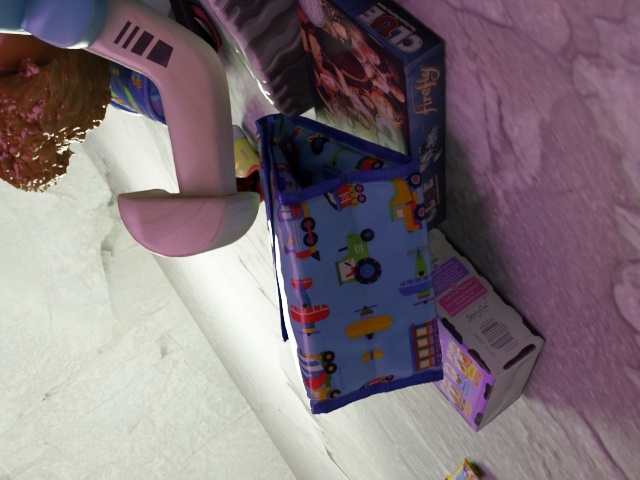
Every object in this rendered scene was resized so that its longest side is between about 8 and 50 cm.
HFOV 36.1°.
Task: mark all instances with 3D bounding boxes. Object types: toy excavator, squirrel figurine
[{"bbox_3d":[-0.216,-0.252,1.003,0.445,0.433,0.222,28,-163,18],"label":"toy excavator"},{"bbox_3d":[-0.492,-0.260,1.421,0.281,0.370,0.397,-11,-99,-67],"label":"squirrel figurine"}]

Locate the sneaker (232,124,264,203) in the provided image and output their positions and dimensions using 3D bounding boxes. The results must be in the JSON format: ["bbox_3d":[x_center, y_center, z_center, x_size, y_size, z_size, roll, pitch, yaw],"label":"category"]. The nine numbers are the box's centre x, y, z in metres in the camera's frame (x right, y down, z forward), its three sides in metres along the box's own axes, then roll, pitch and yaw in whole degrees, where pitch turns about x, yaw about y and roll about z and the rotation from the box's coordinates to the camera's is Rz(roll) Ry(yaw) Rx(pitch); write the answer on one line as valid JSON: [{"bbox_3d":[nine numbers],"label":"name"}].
[{"bbox_3d":[-0.118,-0.075,1.467,0.094,0.081,0.208,47,161,24],"label":"sneaker"}]

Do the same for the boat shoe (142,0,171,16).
[{"bbox_3d":[-0.289,-0.416,1.275,0.102,0.108,0.301,40,164,42],"label":"boat shoe"}]

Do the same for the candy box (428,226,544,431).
[{"bbox_3d":[0.135,0.087,1.050,0.196,0.070,0.165,49,162,23],"label":"candy box"}]

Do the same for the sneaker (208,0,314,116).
[{"bbox_3d":[-0.079,-0.247,0.961,0.115,0.105,0.281,43,160,40],"label":"sneaker"}]

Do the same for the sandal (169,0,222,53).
[{"bbox_3d":[-0.159,-0.279,1.280,0.179,0.040,0.067,70,159,5],"label":"sandal"}]

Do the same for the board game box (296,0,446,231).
[{"bbox_3d":[0.050,-0.130,0.925,0.165,0.042,0.243,46,161,32],"label":"board game box"}]

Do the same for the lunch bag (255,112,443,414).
[{"bbox_3d":[0.000,0.000,0.999,0.293,0.138,0.221,-132,31,-65],"label":"lunch bag"}]

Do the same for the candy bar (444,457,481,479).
[{"bbox_3d":[0.211,0.349,1.443,0.040,0.018,0.161,52,163,16],"label":"candy bar"}]

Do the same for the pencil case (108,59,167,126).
[{"bbox_3d":[-0.242,-0.232,1.447,0.306,0.119,0.133,24,142,62],"label":"pencil case"}]
